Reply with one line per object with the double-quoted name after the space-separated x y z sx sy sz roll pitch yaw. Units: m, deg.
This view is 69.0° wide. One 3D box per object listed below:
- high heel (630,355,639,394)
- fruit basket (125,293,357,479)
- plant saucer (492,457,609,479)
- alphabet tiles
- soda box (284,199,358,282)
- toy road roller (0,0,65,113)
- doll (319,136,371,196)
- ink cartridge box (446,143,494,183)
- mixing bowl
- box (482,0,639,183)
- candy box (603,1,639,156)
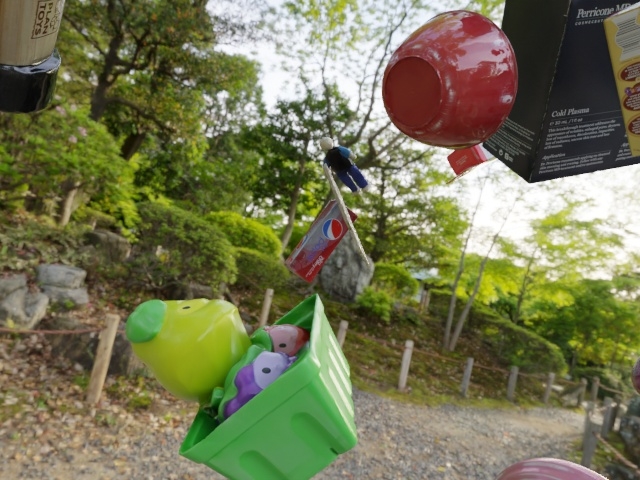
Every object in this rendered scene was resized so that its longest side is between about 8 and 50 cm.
0.696 0.139 0.782 0.127 0.377 0.181 50 -24 -9 "high heel"
-0.132 0.199 0.806 0.392 0.283 0.392 51 6 -7 "fruit basket"
0.361 0.507 0.688 0.084 0.332 0.332 4 1 -32 "plant saucer"
0.050 -0.056 0.932 0.009 0.198 0.237 -22 -16 5 "alphabet tiles"
0.000 0.000 1.467 0.092 0.263 0.083 38 -8 -16 "soda box"
-0.338 -0.193 0.306 0.241 0.202 0.329 30 35 -11 "toy road roller"
0.058 -0.207 1.303 0.129 0.046 0.189 -17 -58 43 "doll"
0.451 -0.250 1.300 0.231 0.078 0.134 -27 -5 -14 "ink cartridge box"
0.147 -0.199 0.605 0.098 0.181 0.181 -25 23 -40 "mixing bowl"
0.514 -0.305 0.855 0.343 0.312 0.179 -10 37 -9 "box"
0.435 -0.221 0.635 0.053 0.186 0.109 -12 18 39 "candy box"
